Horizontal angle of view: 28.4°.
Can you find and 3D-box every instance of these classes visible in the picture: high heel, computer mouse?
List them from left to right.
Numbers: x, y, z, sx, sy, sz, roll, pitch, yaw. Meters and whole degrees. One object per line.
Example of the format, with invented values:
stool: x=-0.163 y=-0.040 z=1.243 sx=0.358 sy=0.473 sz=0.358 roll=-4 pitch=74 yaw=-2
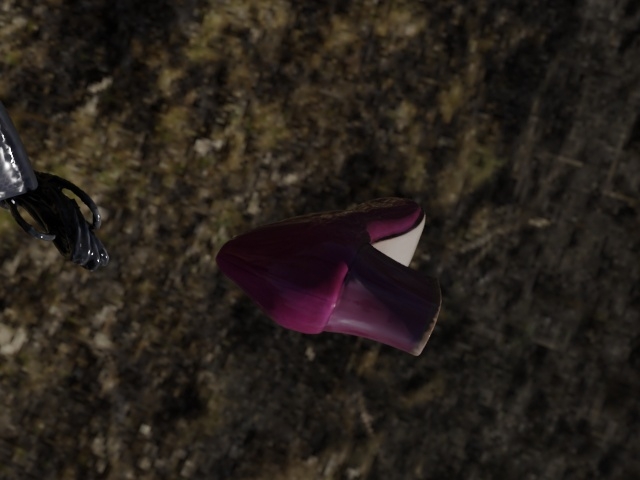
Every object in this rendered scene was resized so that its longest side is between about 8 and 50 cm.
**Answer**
computer mouse: x=-0.228 y=-0.091 z=0.717 sx=0.072 sy=0.188 sz=0.272 roll=-54 pitch=149 yaw=-6
high heel: x=0.000 y=0.000 z=1.158 sx=0.377 sy=0.181 sz=0.127 roll=-120 pitch=-127 yaw=-82
